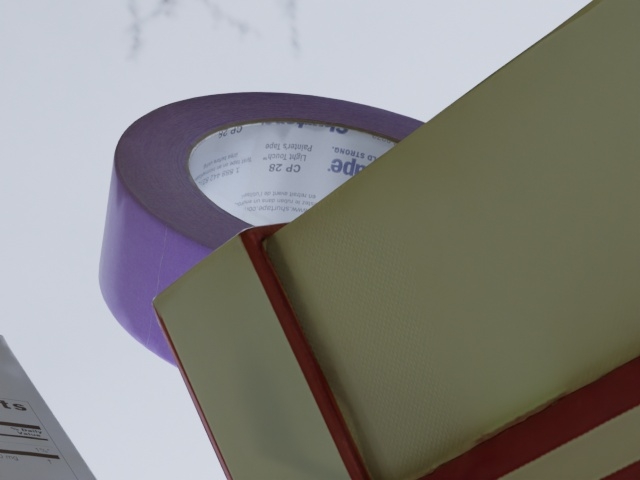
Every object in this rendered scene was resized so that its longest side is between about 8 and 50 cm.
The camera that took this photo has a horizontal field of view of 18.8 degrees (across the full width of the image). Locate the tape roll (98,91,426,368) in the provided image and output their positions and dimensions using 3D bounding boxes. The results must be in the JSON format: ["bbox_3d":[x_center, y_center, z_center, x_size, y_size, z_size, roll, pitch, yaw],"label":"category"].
[{"bbox_3d":[0.000,0.000,1.230,0.274,0.090,0.275,9,-153,-5],"label":"tape roll"}]

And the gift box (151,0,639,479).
[{"bbox_3d":[0.142,0.068,0.551,0.258,0.255,0.276,-34,159,37],"label":"gift box"}]

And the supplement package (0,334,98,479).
[{"bbox_3d":[-0.213,0.176,0.936,0.175,0.178,0.293,8,-161,-30],"label":"supplement package"}]
